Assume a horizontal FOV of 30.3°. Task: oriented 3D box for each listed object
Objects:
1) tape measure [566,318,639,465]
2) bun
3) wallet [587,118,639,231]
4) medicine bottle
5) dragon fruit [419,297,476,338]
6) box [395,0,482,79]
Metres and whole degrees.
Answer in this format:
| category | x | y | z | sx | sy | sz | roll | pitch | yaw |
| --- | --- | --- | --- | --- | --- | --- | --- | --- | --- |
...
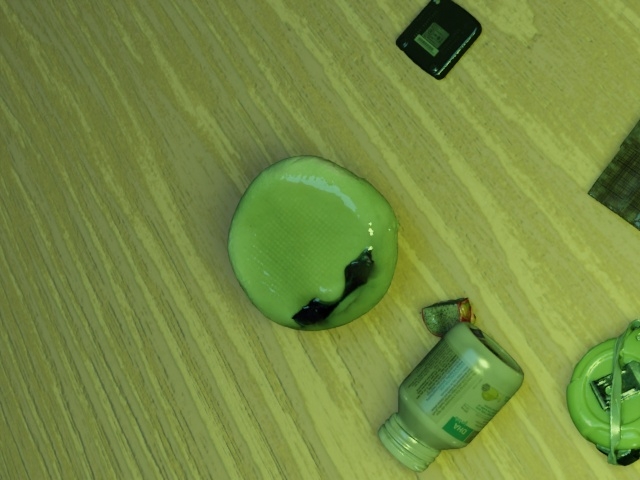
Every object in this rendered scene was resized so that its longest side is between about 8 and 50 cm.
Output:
| category | x | y | z | sx | sy | sz | roll | pitch | yaw |
| --- | --- | --- | --- | --- | --- | --- | --- | --- | --- |
| tape measure | 0.426 | 0.214 | 1.617 | 0.175 | 0.106 | 0.200 | -26 | 57 | 21 |
| bun | 0.000 | 0.000 | 1.956 | 0.293 | 0.187 | 0.293 | 3 | 98 | 21 |
| wallet | 0.506 | -0.128 | 1.733 | 0.124 | 0.042 | 0.230 | 40 | 98 | 35 |
| medicine bottle | 0.188 | 0.238 | 1.758 | 0.215 | 0.135 | 0.135 | -50 | 52 | 9 |
| dragon fruit | 0.205 | 0.123 | 1.844 | 0.083 | 0.056 | 0.060 | -14 | 87 | 38 |
| box | 0.205 | -0.354 | 2.043 | 0.125 | 0.027 | 0.126 | -50 | 52 | 9 |
